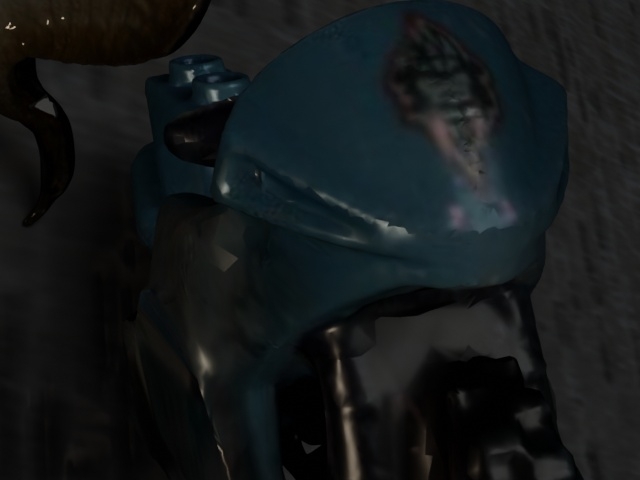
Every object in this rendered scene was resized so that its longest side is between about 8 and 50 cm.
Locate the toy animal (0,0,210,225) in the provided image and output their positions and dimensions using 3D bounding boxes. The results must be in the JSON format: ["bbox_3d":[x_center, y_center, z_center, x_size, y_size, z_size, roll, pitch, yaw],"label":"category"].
[{"bbox_3d":[-0.175,-0.111,0.614,0.160,0.197,0.272,11,16,-23],"label":"toy animal"}]

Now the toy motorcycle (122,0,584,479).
[{"bbox_3d":[0.000,0.000,0.507,0.172,0.416,0.232,-9,111,-16],"label":"toy motorcycle"}]
